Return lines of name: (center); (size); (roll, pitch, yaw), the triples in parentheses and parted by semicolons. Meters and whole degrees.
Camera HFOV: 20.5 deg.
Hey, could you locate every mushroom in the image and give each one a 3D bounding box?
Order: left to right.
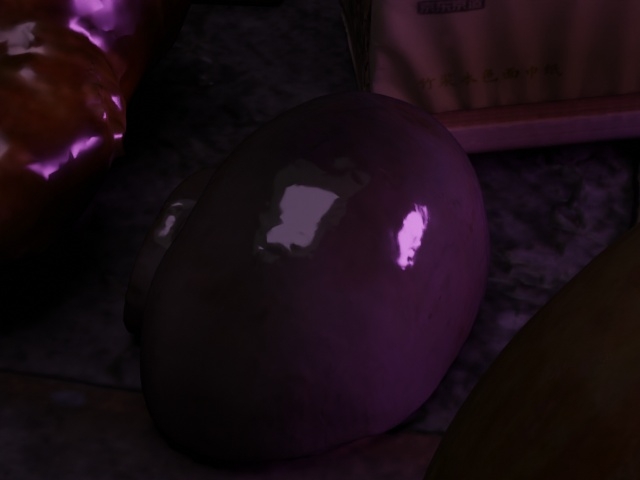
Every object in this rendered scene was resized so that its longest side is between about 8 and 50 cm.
mushroom: (0.000, 0.000, 0.747); (0.141, 0.117, 0.188); (25, 43, 13)

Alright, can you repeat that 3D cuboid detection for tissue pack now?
tissue pack: (0.129, -0.134, 0.868); (0.234, 0.125, 0.159); (-4, 41, -2)

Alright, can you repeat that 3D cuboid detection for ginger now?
ginger: (-0.233, -0.085, 0.830); (0.357, 0.152, 0.274); (3, 61, 8)

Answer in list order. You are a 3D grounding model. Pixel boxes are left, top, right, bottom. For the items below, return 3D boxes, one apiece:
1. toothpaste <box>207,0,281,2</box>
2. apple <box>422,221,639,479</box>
toothpaste: (-0.173, -0.185, 0.994); (0.320, 0.066, 0.076); (4, 41, 7)
apple: (0.153, 0.108, 0.514); (0.234, 0.257, 0.257); (-39, 45, 5)
